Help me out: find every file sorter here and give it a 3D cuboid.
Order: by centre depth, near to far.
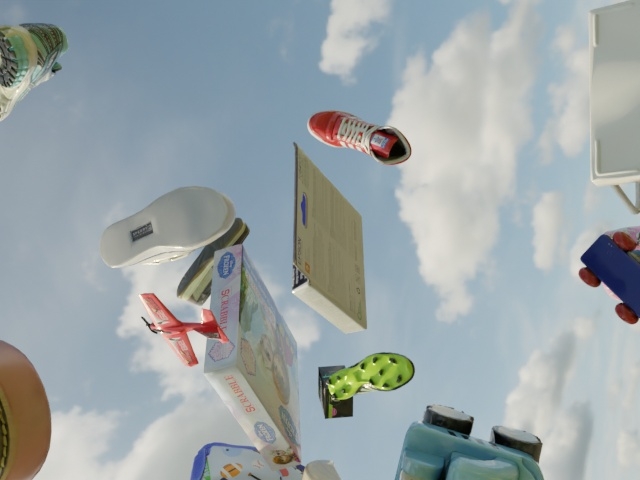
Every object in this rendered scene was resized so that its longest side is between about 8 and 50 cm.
[{"bbox_3d":[0.434,-0.141,0.697,0.173,0.278,0.192,23,-113,-51],"label":"file sorter"}]

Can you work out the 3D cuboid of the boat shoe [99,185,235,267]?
[{"bbox_3d":[-0.227,-0.013,1.101,0.088,0.268,0.096,4,-113,-57],"label":"boat shoe"}]

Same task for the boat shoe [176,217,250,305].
[{"bbox_3d":[-0.215,0.048,1.482,0.073,0.080,0.223,33,-73,-30],"label":"boat shoe"}]

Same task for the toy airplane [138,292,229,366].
[{"bbox_3d":[-0.192,0.122,0.992,0.028,0.151,0.151,-57,-39,-40],"label":"toy airplane"}]

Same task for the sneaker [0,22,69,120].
[{"bbox_3d":[-0.499,-0.278,1.172,0.122,0.283,0.110,-30,-79,-37],"label":"sneaker"}]

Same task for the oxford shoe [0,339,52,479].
[{"bbox_3d":[-0.369,0.159,0.447,0.140,0.397,0.146,67,-160,7],"label":"oxford shoe"}]

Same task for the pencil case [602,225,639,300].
[{"bbox_3d":[0.763,0.021,1.403,0.167,0.386,0.160,-34,-77,-46],"label":"pencil case"}]

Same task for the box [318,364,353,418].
[{"bbox_3d":[0.026,0.267,1.244,0.083,0.052,0.062,-118,26,-70],"label":"box"}]

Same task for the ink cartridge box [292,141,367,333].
[{"bbox_3d":[0.000,0.000,1.064,0.224,0.045,0.223,46,-145,-46],"label":"ink cartridge box"}]

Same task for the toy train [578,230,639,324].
[{"bbox_3d":[0.561,0.097,1.167,0.143,0.248,0.105,9,-55,-46],"label":"toy train"}]

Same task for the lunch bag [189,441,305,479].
[{"bbox_3d":[-0.119,0.626,1.482,0.239,0.385,0.328,-51,15,14],"label":"lunch bag"}]

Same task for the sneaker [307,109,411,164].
[{"bbox_3d":[0.044,-0.112,0.755,0.067,0.119,0.042,-100,28,-81],"label":"sneaker"}]

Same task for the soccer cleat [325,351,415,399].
[{"bbox_3d":[0.085,0.207,1.092,0.072,0.179,0.060,-9,-103,-45],"label":"soccer cleat"}]

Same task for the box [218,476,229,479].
[{"bbox_3d":[-0.171,0.471,1.036,0.207,0.153,0.108,-27,-67,-36],"label":"box"}]

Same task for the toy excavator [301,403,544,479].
[{"bbox_3d":[0.207,0.461,1.306,0.445,0.433,0.222,5,-81,-78],"label":"toy excavator"}]

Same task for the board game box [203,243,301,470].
[{"bbox_3d":[-0.123,0.224,1.369,0.318,0.066,0.318,-95,-15,-50],"label":"board game box"}]
